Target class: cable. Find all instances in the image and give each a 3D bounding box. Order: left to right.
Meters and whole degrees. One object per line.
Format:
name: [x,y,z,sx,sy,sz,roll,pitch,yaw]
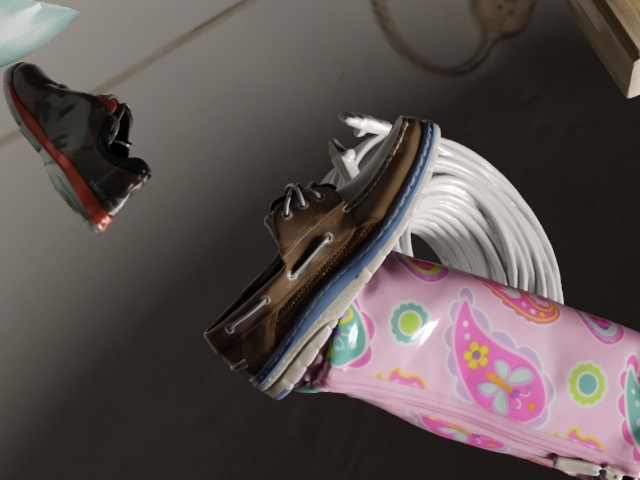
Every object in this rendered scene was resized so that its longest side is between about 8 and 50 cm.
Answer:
cable: [0.101,0.026,1.351,0.257,0.089,0.257,8,60,-40]

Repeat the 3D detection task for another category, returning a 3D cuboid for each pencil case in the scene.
pencil case: [0.120,0.092,1.091,0.284,0.124,0.124,20,75,-12]

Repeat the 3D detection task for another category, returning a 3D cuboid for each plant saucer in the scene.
plant saucer: [-0.229,-0.116,0.832,0.195,0.195,0.037,3,94,-16]

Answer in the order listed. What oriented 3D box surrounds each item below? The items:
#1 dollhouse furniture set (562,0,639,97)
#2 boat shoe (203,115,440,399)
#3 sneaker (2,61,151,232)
dollhouse furniture set: [0.168,-0.117,0.670,0.161,0.242,0.212,-30,74,-1]
boat shoe: [0.000,0.000,0.873,0.066,0.066,0.183,33,91,-8]
sneaker: [-0.148,-0.069,0.970,0.065,0.061,0.158,-36,51,-1]
